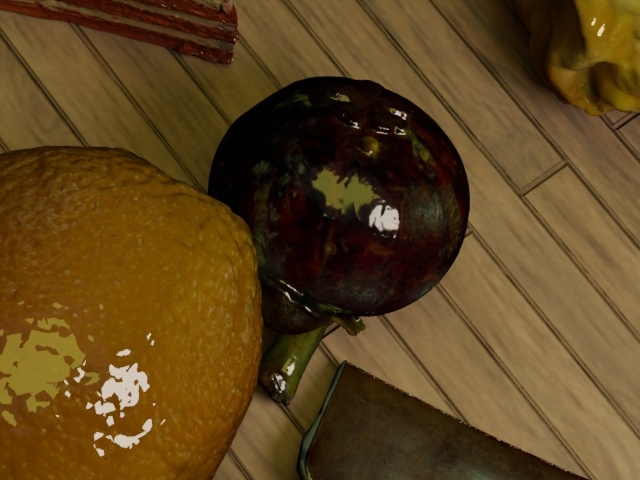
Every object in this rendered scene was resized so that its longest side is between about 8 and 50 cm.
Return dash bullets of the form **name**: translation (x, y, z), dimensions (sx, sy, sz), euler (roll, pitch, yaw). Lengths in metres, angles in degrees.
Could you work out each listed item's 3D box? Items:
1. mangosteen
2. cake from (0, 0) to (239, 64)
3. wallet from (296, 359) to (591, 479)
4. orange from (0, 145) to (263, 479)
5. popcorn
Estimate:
- **mangosteen**: translation (0.000, 0.000, 1.227), dimensions (0.231, 0.231, 0.289), euler (23, 109, 1)
- **cake**: translation (-0.213, -0.240, 1.290), dimensions (0.160, 0.158, 0.262), euler (-41, 82, -15)
- **wallet**: translation (0.106, 0.213, 1.225), dimensions (0.255, 0.031, 0.137), euler (27, 60, -1)
- **orange**: translation (-0.203, 0.095, 1.077), dimensions (0.322, 0.322, 0.357), euler (39, 77, 7)
- **popcorn**: translation (0.324, -0.294, 1.323), dimensions (0.349, 0.349, 0.381), euler (3, 31, -7)
